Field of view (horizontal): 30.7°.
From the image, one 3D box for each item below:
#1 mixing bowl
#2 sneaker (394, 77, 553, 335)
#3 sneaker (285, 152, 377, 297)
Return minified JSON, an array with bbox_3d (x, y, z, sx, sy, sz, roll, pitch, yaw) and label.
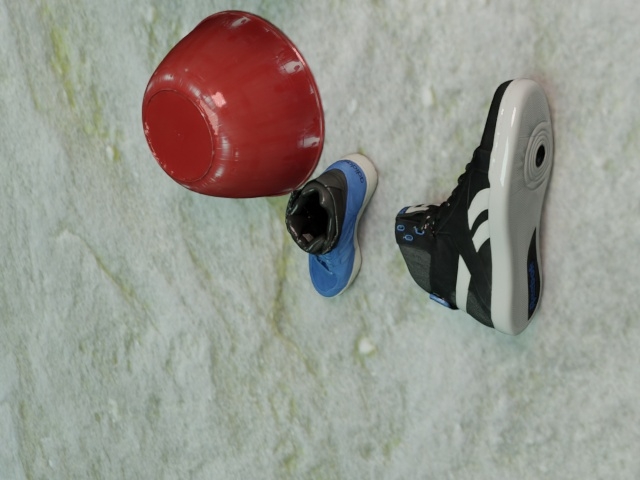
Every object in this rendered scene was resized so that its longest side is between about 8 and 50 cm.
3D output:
[{"bbox_3d":[-0.097,-0.110,1.063,0.181,0.098,0.182,19,122,33],"label":"mixing bowl"},{"bbox_3d":[0.112,-0.032,0.930,0.121,0.079,0.217,18,124,33],"label":"sneaker"},{"bbox_3d":[-0.001,-0.001,1.043,0.058,0.084,0.152,35,131,23],"label":"sneaker"}]
